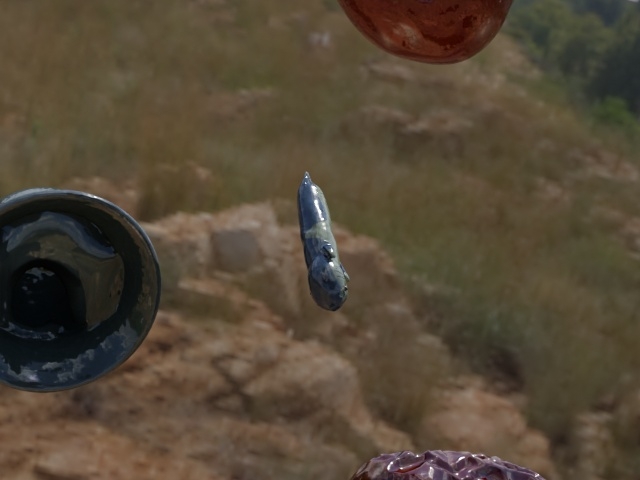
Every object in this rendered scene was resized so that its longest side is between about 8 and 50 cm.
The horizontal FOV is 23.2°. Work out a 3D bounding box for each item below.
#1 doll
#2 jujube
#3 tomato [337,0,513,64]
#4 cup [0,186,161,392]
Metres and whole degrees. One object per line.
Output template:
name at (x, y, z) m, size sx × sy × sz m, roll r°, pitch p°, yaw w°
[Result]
doll at (0.000, 0.000, 1.105) m, size 0.027 × 0.037 × 0.125 m, roll -18°, pitch 47°, yaw 9°
jujube at (0.116, 0.260, 1.369) m, size 0.230 × 0.155 × 0.155 m, roll 19°, pitch 9°, yaw -44°
tomato at (0.085, -0.236, 1.339) m, size 0.187 × 0.187 × 0.151 m, roll 16°, pitch -15°, yaw 2°
cup at (-0.262, 0.023, 1.464) m, size 0.199 × 0.199 × 0.150 m, roll 9°, pitch 18°, yaw -22°
